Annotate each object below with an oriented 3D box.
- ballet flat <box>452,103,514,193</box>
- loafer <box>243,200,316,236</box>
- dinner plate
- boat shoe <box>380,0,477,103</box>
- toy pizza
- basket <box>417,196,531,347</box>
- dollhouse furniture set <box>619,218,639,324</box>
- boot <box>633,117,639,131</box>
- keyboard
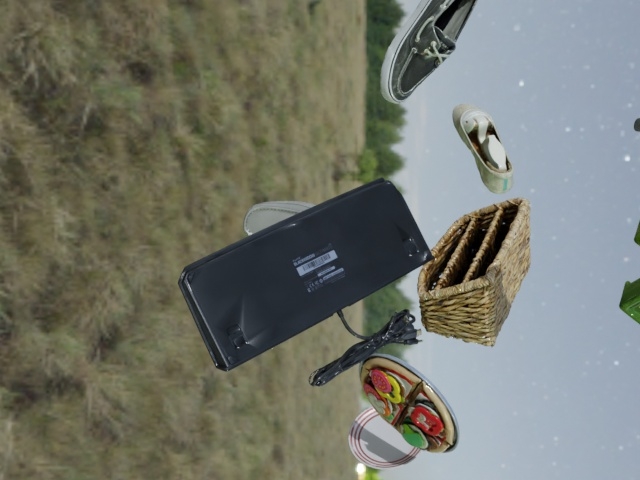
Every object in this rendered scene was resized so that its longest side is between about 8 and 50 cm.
[{"bbox_3d":[0.231,-0.141,1.180,0.052,0.057,0.168,88,-15,-57],"label":"ballet flat"},{"bbox_3d":[0.000,0.000,1.528,0.111,0.319,0.112,-20,122,-69],"label":"loafer"},{"bbox_3d":[0.120,0.347,1.501,0.141,0.141,0.017,-87,168,-47],"label":"dinner plate"},{"bbox_3d":[0.166,-0.305,1.289,0.070,0.078,0.219,37,-78,47],"label":"boat shoe"},{"bbox_3d":[0.132,0.264,1.342,0.032,0.201,0.201,-40,148,-29],"label":"toy pizza"},{"bbox_3d":[0.335,0.049,1.912,0.299,0.213,0.223,-55,147,-37],"label":"basket"},{"bbox_3d":[0.519,0.065,0.967,0.151,0.301,0.197,-44,-168,52],"label":"dollhouse furniture set"},{"bbox_3d":[0.579,-0.175,1.288,0.198,0.137,0.077,6,89,-48],"label":"boot"},{"bbox_3d":[0.008,0.064,0.978,0.033,0.317,0.201,-29,-93,59],"label":"keyboard"}]
